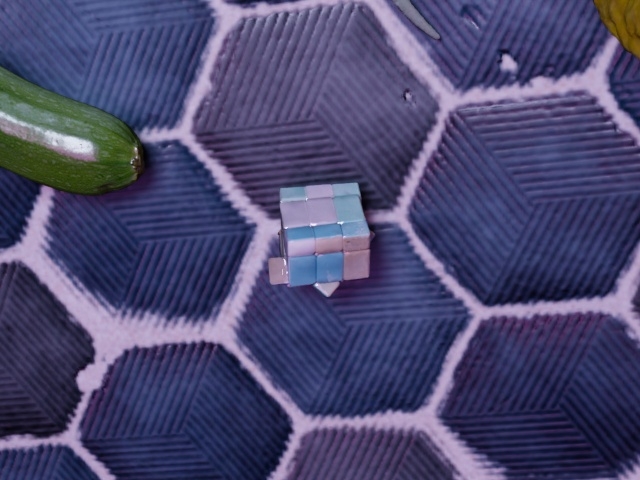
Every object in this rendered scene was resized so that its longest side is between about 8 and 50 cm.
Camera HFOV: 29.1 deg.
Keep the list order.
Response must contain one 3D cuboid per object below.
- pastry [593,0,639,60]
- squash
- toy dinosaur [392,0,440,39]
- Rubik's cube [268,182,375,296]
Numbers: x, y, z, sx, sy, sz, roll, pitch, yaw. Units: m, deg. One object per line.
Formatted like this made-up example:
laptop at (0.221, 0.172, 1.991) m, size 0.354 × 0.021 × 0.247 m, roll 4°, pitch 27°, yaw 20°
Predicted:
pastry at (0.225, -0.201, 0.715) m, size 0.132 × 0.240 × 0.235 m, roll -3°, pitch 94°, yaw -3°
squash at (-0.234, -0.094, 0.927) m, size 0.219 × 0.068 × 0.077 m, roll 28°, pitch 127°, yaw 1°
toy dinosaur at (0.003, -0.288, 0.766) m, size 0.205 × 0.092 × 0.392 m, roll 14°, pitch 131°, yaw 46°
Rubik's cube at (0.002, 0.001, 0.912) m, size 0.075 × 0.084 × 0.073 m, roll 5°, pitch 130°, yaw 7°
